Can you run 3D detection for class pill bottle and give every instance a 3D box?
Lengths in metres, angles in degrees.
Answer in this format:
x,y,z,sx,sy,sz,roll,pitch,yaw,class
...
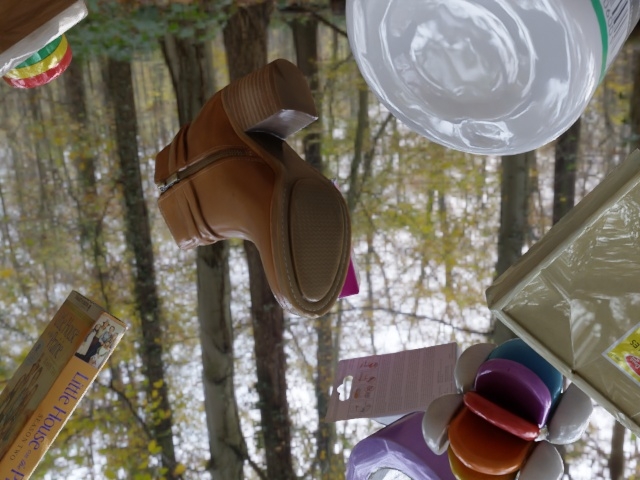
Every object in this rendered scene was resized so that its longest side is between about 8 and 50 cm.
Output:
x,y,z,sx,sy,sz,roll,pitch,yaw,class
0.193,-0.256,0.643,0.204,0.204,0.361,10,-132,38,pill bottle

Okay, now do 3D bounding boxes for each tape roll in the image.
x,y,z,sx,sy,sz,roll,pitch,yaw,class
0.154,0.380,1.024,0.090,0.275,0.274,-20,-157,-34,tape roll

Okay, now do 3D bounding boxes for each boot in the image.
x,y,z,sx,sy,sz,roll,pitch,yaw,class
-0.091,-0.029,0.792,0.220,0.284,0.109,-27,160,37,boot

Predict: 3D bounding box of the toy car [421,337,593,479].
x,y,z,sx,sy,sz,roll,pitch,yaw,class
0.206,0.185,0.828,0.159,0.136,0.182,25,-118,27,toy car

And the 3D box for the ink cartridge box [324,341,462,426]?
x,y,z,sx,sy,sz,roll,pitch,yaw,class
0.139,0.270,1.343,0.232,0.066,0.189,-16,-157,18,ink cartridge box

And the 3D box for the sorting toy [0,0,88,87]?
x,y,z,sx,sy,sz,roll,pitch,yaw,class
-0.431,-0.219,0.868,0.255,0.089,0.257,33,-114,29,sorting toy

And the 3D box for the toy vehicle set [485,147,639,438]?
x,y,z,sx,sy,sz,roll,pitch,yaw,class
0.286,0.075,0.599,0.267,0.166,0.035,40,-158,-9,toy vehicle set

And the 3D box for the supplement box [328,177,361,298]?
x,y,z,sx,sy,sz,roll,pitch,yaw,class
0.000,0.000,1.432,0.111,0.220,0.114,-12,-174,7,supplement box

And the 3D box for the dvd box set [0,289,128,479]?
x,y,z,sx,sy,sz,roll,pitch,yaw,class
-0.514,0.293,1.329,0.062,0.420,0.307,37,167,-25,dvd box set
